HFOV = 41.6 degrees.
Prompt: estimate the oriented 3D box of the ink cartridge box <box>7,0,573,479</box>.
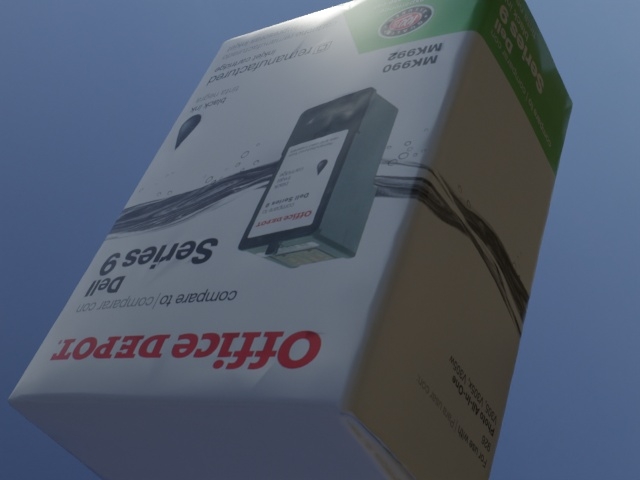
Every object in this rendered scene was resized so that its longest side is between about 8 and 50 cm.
[{"bbox_3d":[0.000,0.000,0.463,0.121,0.211,0.289,53,-135,-36],"label":"ink cartridge box"}]
